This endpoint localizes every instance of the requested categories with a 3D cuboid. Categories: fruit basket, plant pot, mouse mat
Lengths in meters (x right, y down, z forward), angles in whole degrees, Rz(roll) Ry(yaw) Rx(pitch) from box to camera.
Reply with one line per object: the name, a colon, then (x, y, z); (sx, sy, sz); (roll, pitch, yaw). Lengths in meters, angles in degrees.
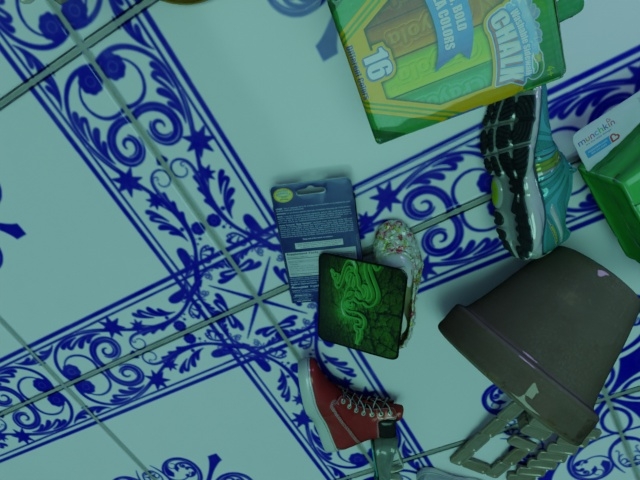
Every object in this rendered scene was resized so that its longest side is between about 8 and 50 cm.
fruit basket: (0.565, -0.123, 0.652); (0.353, 0.165, 0.327); (-39, 108, 4)
plant pot: (0.359, 0.139, 0.736); (0.263, 0.263, 0.229); (38, 96, -13)
mouse mat: (0.066, 0.115, 0.799); (0.153, 0.007, 0.189); (11, 119, 19)

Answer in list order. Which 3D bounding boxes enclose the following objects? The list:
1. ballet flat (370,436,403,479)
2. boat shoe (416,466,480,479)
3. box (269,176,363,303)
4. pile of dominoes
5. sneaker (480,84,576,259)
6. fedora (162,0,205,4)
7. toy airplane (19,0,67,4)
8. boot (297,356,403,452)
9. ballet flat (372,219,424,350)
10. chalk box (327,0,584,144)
ballet flat: (0.145, 0.503, 1.008); (0.068, 0.072, 0.213); (-4, 115, 2)
boat shoe: (0.299, 0.551, 1.022); (0.184, 0.063, 0.066); (24, 115, -7)
box: (0.000, 0.000, 0.796); (0.137, 0.036, 0.225); (-6, 117, 7)
pile of dominoes: (0.416, 0.413, 0.975); (0.196, 0.040, 0.251); (23, 123, -7)
sneaker: (0.311, -0.109, 0.693); (0.110, 0.107, 0.275); (-16, 107, -16)
fedora: (-0.196, -0.400, 0.597); (0.195, 0.079, 0.194); (2, 116, 3)
toy airplane: (-0.437, -0.455, 0.486); (0.385, 0.272, 0.386); (18, 136, 31)
boot: (0.063, 0.307, 0.916); (0.176, 0.088, 0.244); (-16, 120, 10)
ballet flat: (0.135, 0.085, 0.804); (0.091, 0.077, 0.240); (-4, 115, 8)
chalk box: (0.175, -0.267, 0.575); (0.289, 0.179, 0.180); (-19, 113, 13)
